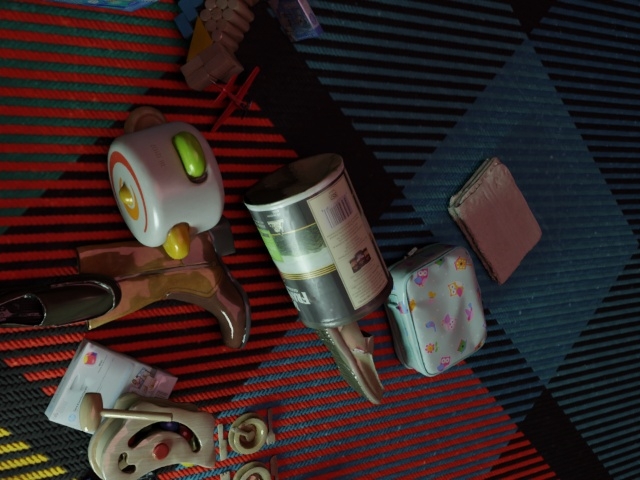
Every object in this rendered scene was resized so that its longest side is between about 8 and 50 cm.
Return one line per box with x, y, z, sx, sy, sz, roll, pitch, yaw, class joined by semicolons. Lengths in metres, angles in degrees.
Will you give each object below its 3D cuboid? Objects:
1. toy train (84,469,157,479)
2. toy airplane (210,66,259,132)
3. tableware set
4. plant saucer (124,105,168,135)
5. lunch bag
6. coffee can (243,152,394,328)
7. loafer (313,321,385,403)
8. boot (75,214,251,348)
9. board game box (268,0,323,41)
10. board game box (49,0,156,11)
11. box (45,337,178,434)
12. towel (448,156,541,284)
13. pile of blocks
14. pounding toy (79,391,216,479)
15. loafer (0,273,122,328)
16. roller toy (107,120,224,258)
-0.373;0.440;1.316;0.158;0.027;0.036;-4;96;-33;toy train
-0.156;-0.258;1.304;0.151;0.028;0.151;-45;160;-21;toy airplane
-0.138;0.444;1.464;0.128;0.039;0.194;-11;103;-32;tableware set
-0.301;-0.193;1.270;0.083;0.015;0.083;-6;101;-33;plant saucer
0.250;0.151;1.633;0.224;0.108;0.279;-25;110;-25;lunch bag
0.000;0.000;1.388;0.201;0.201;0.275;-34;114;-24;coffee can
0.076;0.235;1.535;0.092;0.102;0.268;-37;115;-17;loafer
-0.273;0.106;1.290;0.280;0.096;0.264;-18;110;-28;boot
-0.047;-0.420;1.357;0.020;0.090;0.090;-44;118;-24;board game box
-0.364;-0.396;1.110;0.210;0.160;0.047;-4;99;-34;board game box
-0.368;0.275;1.287;0.186;0.038;0.145;31;80;-34;box
0.425;-0.047;1.754;0.187;0.049;0.282;-46;120;-17;towel
-0.168;-0.440;1.283;0.112;0.149;0.362;-2;114;-76;pile of blocks
-0.291;0.353;1.232;0.269;0.155;0.154;19;82;-35;pounding toy
-0.431;0.109;1.166;0.220;0.078;0.080;-10;105;-15;loafer
-0.264;-0.090;1.206;0.146;0.191;0.209;-21;125;-30;roller toy
